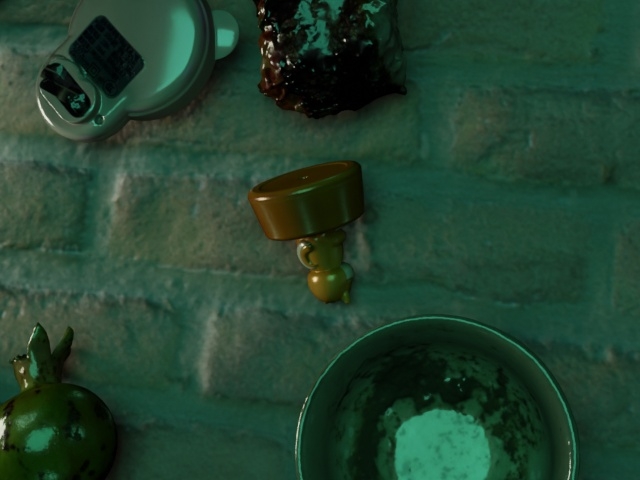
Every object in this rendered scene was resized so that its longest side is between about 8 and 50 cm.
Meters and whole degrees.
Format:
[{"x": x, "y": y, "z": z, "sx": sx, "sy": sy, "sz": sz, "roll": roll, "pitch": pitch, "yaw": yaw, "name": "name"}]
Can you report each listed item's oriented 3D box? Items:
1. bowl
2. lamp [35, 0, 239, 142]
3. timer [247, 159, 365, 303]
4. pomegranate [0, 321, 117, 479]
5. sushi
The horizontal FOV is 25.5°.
[{"x": 0.125, "y": 0.229, "z": 1.495, "sx": 0.289, "sy": 0.146, "sz": 0.289, "roll": -2, "pitch": 79, "yaw": 8, "name": "bowl"}, {"x": -0.223, "y": -0.213, "z": 1.663, "sx": 0.246, "sy": 0.108, "sz": 0.179, "roll": -42, "pitch": 71, "yaw": 2, "name": "lamp"}, {"x": 0.000, "y": 0.000, "z": 1.591, "sx": 0.132, "sy": 0.132, "sz": 0.152, "roll": -14, "pitch": 102, "yaw": 7, "name": "timer"}, {"x": -0.300, "y": 0.206, "z": 1.591, "sx": 0.156, "sy": 0.156, "sz": 0.220, "roll": -5, "pitch": 47, "yaw": 9, "name": "pomegranate"}, {"x": -0.004, "y": -0.318, "z": 1.601, "sx": 0.182, "sy": 0.196, "sz": 0.343, "roll": -9, "pitch": 78, "yaw": 1, "name": "sushi"}]
